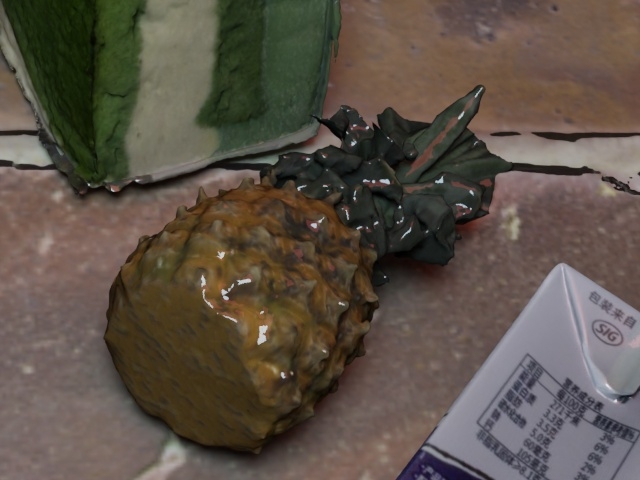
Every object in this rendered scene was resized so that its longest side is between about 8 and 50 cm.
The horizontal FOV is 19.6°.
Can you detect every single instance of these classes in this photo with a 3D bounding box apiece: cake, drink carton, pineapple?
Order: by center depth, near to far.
[{"bbox_3d":[0.084,0.134,0.883,0.102,0.134,0.222,32,53,11],"label":"drink carton"},{"bbox_3d":[0.000,0.001,0.970,0.128,0.128,0.248,38,49,12],"label":"pineapple"},{"bbox_3d":[-0.090,-0.197,0.991,0.158,0.284,0.172,-16,45,-26],"label":"cake"}]
